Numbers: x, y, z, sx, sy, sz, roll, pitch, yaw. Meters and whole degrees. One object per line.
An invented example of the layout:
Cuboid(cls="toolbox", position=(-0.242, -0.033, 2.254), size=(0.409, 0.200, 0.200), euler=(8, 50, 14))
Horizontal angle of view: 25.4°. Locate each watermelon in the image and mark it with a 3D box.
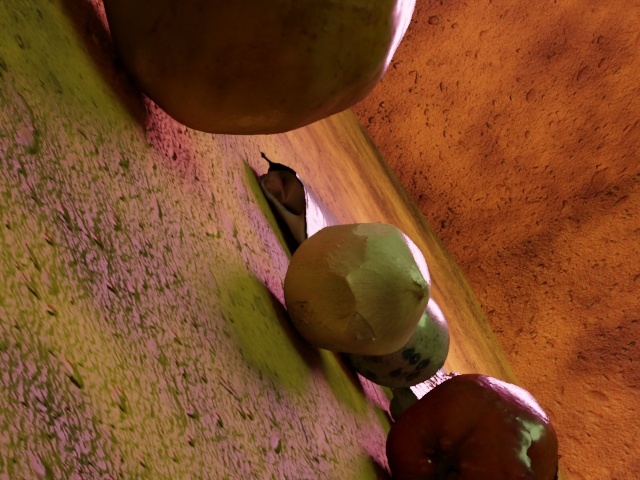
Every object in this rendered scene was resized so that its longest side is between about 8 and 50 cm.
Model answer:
Cuboid(cls="watermelon", position=(0.200, 0.249, 2.019), size=(0.241, 0.094, 0.154), euler=(-3, 47, -50))

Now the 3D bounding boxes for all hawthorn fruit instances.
Cuboid(cls="hawthorn fruit", position=(0.197, 0.262, 1.754), size=(0.211, 0.211, 0.299), euler=(60, 14, 5))

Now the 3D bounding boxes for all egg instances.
Cuboid(cls="egg", position=(0.101, 0.128, 1.901), size=(0.182, 0.141, 0.141), euler=(32, 26, -48))

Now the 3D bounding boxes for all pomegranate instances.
Cuboid(cls="pomegranate", position=(-0.082, -0.287, 1.651), size=(0.410, 0.410, 0.410), euler=(57, 8, -13))

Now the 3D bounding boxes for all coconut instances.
Cuboid(cls="coconut", position=(0.050, 0.060, 1.692), size=(0.183, 0.171, 0.171), euler=(0, -48, 50))

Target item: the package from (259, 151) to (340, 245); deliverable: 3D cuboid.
Cuboid(cls="package", position=(0.000, 0.000, 2.066), size=(0.204, 0.062, 0.250), euler=(44, 21, -57))

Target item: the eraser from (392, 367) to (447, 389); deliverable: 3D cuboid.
Cuboid(cls="eraser", position=(0.196, 0.290, 2.125), size=(0.298, 0.078, 0.076), euler=(59, 8, 2))
